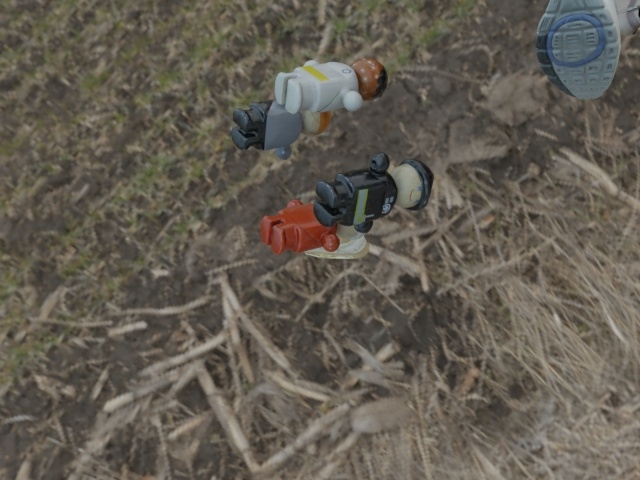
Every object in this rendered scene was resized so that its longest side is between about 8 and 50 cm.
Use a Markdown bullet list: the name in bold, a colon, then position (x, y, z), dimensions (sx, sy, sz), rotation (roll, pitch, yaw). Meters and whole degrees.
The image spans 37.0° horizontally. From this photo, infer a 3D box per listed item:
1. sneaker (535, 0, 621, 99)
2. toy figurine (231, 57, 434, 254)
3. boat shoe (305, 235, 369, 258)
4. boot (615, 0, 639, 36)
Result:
- **sneaker**: position (0.333, -0.319, 1.192), dimensions (0.111, 0.297, 0.129), rotation (11, 38, 34)
- **toy figurine**: position (0.012, -0.099, 1.111), dimensions (0.213, 0.148, 0.210), rotation (-31, 76, 59)
- **boat shoe**: position (0.000, 0.000, 1.328), dimensions (0.170, 0.059, 0.063), rotation (10, 59, 51)
- **boot**: position (0.451, -0.350, 1.391), dimensions (0.087, 0.042, 0.119), rotation (-11, 65, 66)
